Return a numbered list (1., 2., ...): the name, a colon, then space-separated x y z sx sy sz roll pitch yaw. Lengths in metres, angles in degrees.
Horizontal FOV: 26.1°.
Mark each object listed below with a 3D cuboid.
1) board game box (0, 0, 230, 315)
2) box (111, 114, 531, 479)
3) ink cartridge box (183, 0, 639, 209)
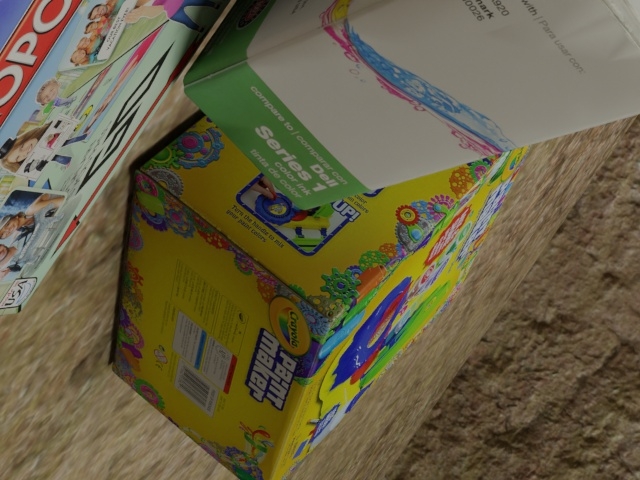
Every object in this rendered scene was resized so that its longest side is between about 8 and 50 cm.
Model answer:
1. board game box: -0.137 -0.094 0.694 0.317 0.046 0.213 -54 166 11
2. box: 0.000 0.000 1.088 0.279 0.177 0.290 -44 164 -32
3. ink cartridge box: 0.085 -0.146 0.750 0.278 0.117 0.201 -14 -142 48
